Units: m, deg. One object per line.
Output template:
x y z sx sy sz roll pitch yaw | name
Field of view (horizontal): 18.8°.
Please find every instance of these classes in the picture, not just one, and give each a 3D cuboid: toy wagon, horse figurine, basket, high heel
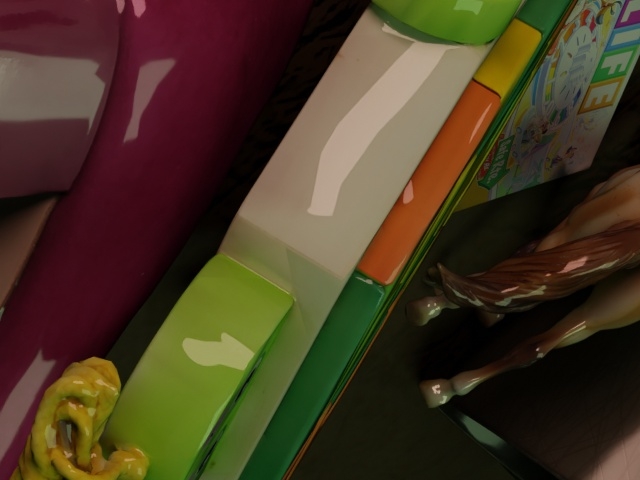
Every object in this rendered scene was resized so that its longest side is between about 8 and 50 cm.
0.000 0.000 0.665 0.267 0.068 0.344 -62 175 35 | toy wagon
0.126 0.003 0.888 0.174 0.066 0.263 -28 180 16 | horse figurine
0.205 0.053 1.012 0.227 0.204 0.154 -51 156 -6 | basket
-0.103 0.055 0.686 0.181 0.127 0.377 -13 137 -36 | high heel

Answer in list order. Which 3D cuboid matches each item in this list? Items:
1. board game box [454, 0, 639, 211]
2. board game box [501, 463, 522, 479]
0.103 -0.087 0.858 0.103 0.026 0.154 -18 141 -37 | board game box
0.275 0.152 1.069 0.213 0.317 0.046 -41 149 -6 | board game box
